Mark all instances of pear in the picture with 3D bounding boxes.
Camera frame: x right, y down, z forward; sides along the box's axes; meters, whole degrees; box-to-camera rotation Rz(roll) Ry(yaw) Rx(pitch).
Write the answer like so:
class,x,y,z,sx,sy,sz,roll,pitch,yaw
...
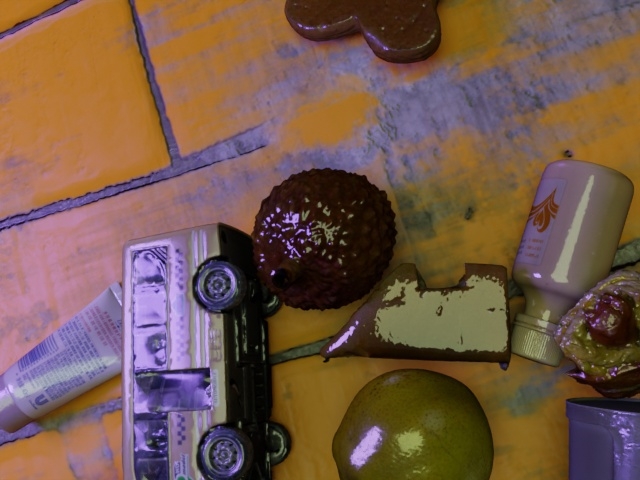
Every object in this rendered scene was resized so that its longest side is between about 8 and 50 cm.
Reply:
class,x,y,z,sx,sy,sz,roll,pitch,yaw
pear,0.114,0.254,0.839,0.198,0.198,0.198,-2,81,12

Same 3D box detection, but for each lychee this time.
class,x,y,z,sx,sy,sz,roll,pitch,yaw
lychee,0.000,0.000,0.880,0.200,0.238,0.200,13,118,26

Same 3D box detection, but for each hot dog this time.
class,x,y,z,sx,sy,sz,roll,pitch,yaw
hot dog,0.361,0.124,0.799,0.146,0.213,0.103,-48,38,10

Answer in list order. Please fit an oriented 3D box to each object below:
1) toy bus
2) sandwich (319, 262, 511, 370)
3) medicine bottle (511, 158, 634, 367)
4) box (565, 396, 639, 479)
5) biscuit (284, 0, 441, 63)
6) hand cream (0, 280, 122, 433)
class,x,y,z,sx,sy,sz,roll,pitch,yaw
toy bus,-0.160,0.171,0.924,0.202,0.177,0.365,-7,77,15
sandwich,0.121,0.099,0.891,0.236,0.122,0.128,0,79,12
medicine bottle,0.304,0.031,0.867,0.114,0.114,0.252,17,86,15
box,0.387,0.257,0.755,0.226,0.226,0.149,1,81,13
biscuit,0.147,-0.459,1.003,0.283,0.064,0.431,24,86,24
hand cream,-0.375,0.178,1.025,0.248,0.083,0.133,-32,76,-6
